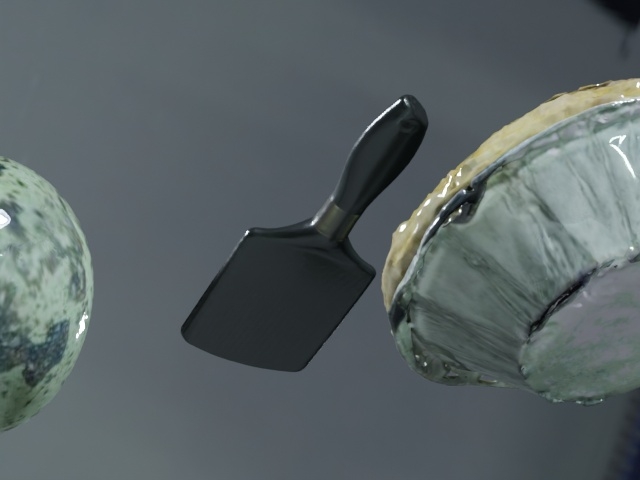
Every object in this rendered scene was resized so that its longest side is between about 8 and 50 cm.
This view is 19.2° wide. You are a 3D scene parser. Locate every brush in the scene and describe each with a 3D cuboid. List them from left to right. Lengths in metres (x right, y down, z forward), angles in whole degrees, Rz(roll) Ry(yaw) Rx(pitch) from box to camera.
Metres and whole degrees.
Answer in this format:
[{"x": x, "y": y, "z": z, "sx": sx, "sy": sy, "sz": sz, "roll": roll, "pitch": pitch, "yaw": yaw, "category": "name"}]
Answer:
[{"x": 0.000, "y": 0.000, "z": 0.803, "sx": 0.063, "sy": 0.016, "sz": 0.193, "roll": 16, "pitch": -39, "yaw": -18, "category": "brush"}]

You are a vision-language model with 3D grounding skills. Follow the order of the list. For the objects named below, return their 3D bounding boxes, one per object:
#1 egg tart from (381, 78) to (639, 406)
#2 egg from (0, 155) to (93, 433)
[{"x": 0.149, "y": 0.016, "z": 1.006, "sx": 0.234, "sy": 0.234, "sz": 0.094, "roll": 25, "pitch": 30, "yaw": -45, "category": "egg tart"}, {"x": -0.193, "y": 0.033, "z": 1.056, "sx": 0.132, "sy": 0.172, "sz": 0.132, "roll": 0, "pitch": 32, "yaw": 0, "category": "egg"}]
